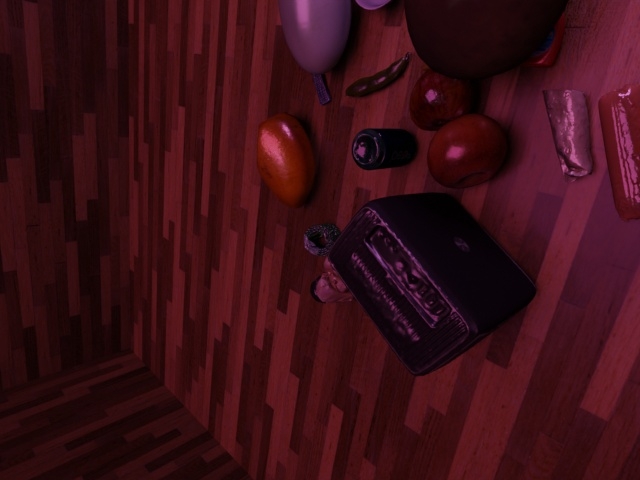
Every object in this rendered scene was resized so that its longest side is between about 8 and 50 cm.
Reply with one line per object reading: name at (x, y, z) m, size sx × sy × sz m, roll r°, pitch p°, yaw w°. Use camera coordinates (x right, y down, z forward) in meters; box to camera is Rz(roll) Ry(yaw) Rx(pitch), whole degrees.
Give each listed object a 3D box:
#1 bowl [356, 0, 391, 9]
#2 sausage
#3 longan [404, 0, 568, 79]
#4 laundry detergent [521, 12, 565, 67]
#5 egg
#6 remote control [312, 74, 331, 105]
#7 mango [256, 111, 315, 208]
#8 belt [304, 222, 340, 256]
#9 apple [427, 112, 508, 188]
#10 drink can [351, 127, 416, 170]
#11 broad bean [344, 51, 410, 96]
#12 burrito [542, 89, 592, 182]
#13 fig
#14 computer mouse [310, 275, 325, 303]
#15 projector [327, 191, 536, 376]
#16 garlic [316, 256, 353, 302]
bowl at (0.185, -0.759, 1.224) m, size 0.189 × 0.086 × 0.188 m, roll 10°, pitch 105°, yaw 40°
sausage at (0.655, -0.181, 0.899) m, size 0.086 × 0.086 × 0.288 m, roll -10°, pitch 93°, yaw 44°
longan at (0.356, -0.549, 0.909) m, size 0.336 × 0.405 × 0.404 m, roll 26°, pitch 116°, yaw 23°
laundry detergent at (0.521, -0.493, 0.991) m, size 0.097 × 0.049 × 0.165 m, roll 27°, pitch 114°, yaw 45°
egg at (-0.015, -0.713, 1.323) m, size 0.230 × 0.230 × 0.370 m, roll 14°, pitch 114°, yaw 41°
remote control at (0.000, -0.551, 1.483) m, size 0.044 × 0.027 × 0.152 m, roll -15°, pitch 90°, yaw 38°
mango at (-0.126, -0.285, 1.547) m, size 0.199 × 0.201 × 0.349 m, roll -2°, pitch 106°, yaw 61°
belt at (0.000, 0.000, 1.556) m, size 0.152 × 0.079 × 0.121 m, roll -4°, pitch 96°, yaw 44°
apple at (0.372, -0.230, 1.089) m, size 0.201 × 0.201 × 0.162 m, roll -25°, pitch 69°, yaw 43°
drink can at (0.189, -0.267, 1.238) m, size 0.118 × 0.205 × 0.118 m, roll 13°, pitch 110°, yaw 41°
broad bean at (0.173, -0.495, 1.317) m, size 0.255 × 0.047 × 0.065 m, roll -15°, pitch 81°, yaw 42°
burrito at (0.575, -0.248, 0.978) m, size 0.087 × 0.061 × 0.225 m, roll -9°, pitch 92°, yaw 48°
fig at (0.321, -0.405, 1.130) m, size 0.175 × 0.175 × 0.207 m, roll 0°, pitch 79°, yaw 43°
computer mouse at (0.021, 0.182, 1.586) m, size 0.192 × 0.062 × 0.105 m, roll -17°, pitch 87°, yaw 45°
projector at (0.280, 0.088, 1.085) m, size 0.395 × 0.405 × 0.242 m, roll 54°, pitch 129°, yaw 21°
garlic at (0.095, 0.090, 1.403) m, size 0.281 × 0.203 × 0.184 m, roll -24°, pitch 64°, yaw 40°
